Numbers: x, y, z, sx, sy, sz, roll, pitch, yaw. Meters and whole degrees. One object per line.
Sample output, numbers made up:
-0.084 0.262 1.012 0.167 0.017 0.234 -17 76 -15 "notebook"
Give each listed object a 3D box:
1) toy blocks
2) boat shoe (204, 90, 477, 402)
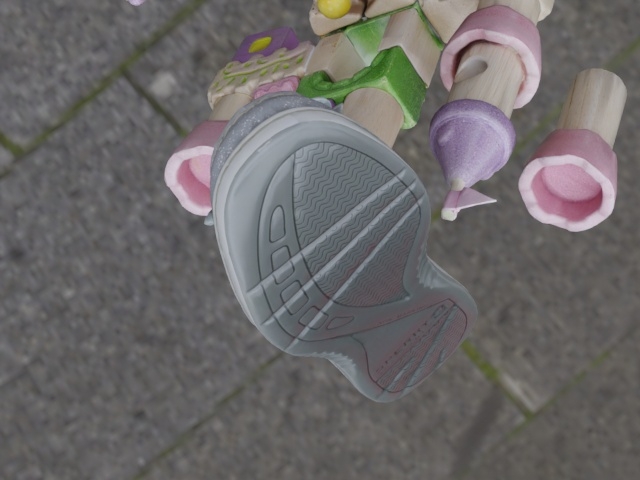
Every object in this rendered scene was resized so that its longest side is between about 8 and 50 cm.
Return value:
0.010 -0.090 1.248 0.288 0.260 0.309 -14 124 32 "toy blocks"
0.002 -0.001 1.065 0.118 0.103 0.320 -44 153 1 "boat shoe"
